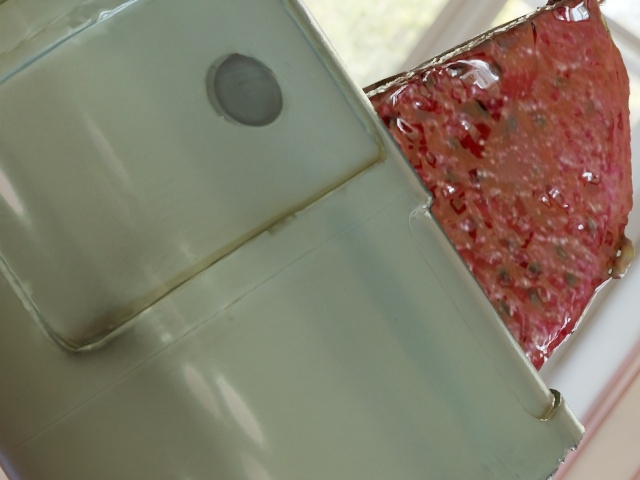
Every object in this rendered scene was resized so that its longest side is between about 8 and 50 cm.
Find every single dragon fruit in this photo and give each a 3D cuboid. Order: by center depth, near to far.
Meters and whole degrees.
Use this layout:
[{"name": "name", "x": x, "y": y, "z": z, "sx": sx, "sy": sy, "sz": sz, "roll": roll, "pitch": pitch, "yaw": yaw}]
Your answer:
[{"name": "dragon fruit", "x": 0.001, "y": 0.010, "z": 0.683, "sx": 0.161, "sy": 0.274, "sz": 0.126, "roll": -10, "pitch": -74, "yaw": 54}]

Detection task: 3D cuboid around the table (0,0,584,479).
[{"name": "table", "x": -0.048, "y": -0.012, "z": 0.456, "sx": 0.220, "sy": 0.126, "sz": 0.126, "roll": 57, "pitch": 1, "yaw": -1}]
